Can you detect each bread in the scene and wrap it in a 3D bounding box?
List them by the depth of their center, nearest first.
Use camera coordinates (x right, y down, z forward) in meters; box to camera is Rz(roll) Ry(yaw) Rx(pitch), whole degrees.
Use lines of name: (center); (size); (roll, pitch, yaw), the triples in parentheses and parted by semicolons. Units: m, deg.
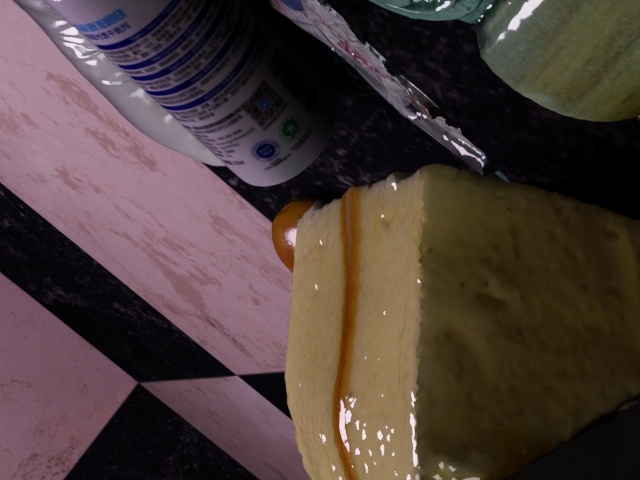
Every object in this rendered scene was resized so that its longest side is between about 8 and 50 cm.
bread: (0.122, 0.076, 0.744); (0.236, 0.198, 0.263); (7, 173, -17)

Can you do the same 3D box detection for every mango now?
mango: (0.000, 0.000, 1.055); (0.080, 0.060, 0.114); (59, 158, -14)

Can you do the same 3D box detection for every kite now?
kite: (-0.057, -0.164, 0.630); (0.406, 0.014, 0.368); (43, -177, -3)

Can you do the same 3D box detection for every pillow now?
pillow: (-0.151, -0.155, 0.892); (0.254, 0.078, 0.144); (49, 180, -39)

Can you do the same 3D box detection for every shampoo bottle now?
shampoo bottle: (-0.108, -0.150, 0.777); (0.092, 0.092, 0.303); (16, 161, 47)

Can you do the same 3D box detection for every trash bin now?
trash bin: (0.151, 0.168, 1.008); (0.164, 0.122, 0.240); (3, 174, -19)

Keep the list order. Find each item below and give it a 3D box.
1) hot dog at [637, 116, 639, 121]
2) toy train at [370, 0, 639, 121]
hot dog: (0.190, -0.079, 0.559); (0.062, 0.038, 0.144); (40, 159, -2)
toy train: (0.115, -0.152, 0.431); (0.189, 0.126, 0.307); (19, 162, -6)
